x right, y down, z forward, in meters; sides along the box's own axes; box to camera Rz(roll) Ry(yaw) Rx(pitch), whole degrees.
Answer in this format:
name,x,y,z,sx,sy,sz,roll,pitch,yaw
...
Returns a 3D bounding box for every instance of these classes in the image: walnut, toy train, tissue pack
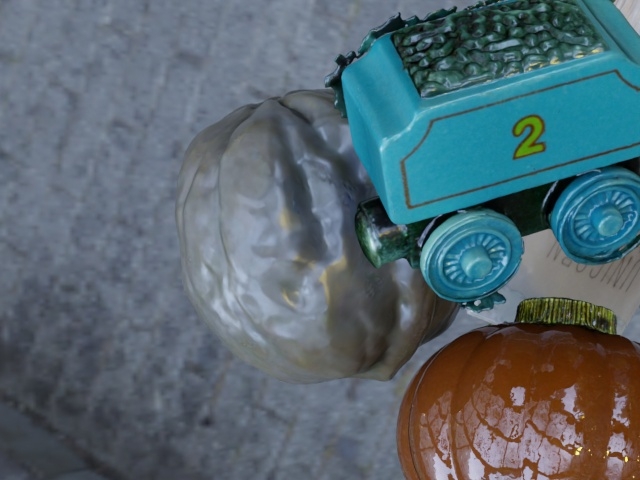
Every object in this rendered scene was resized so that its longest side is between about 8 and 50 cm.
name,x,y,z,sx,sy,sz,roll,pitch,yaw
walnut,0.000,0.000,1.188,0.224,0.224,0.224,0,89,33
toy train,0.113,-0.061,1.008,0.112,0.203,0.163,-118,13,-49
tissue pack,0.245,-0.064,1.360,0.325,0.170,0.071,-61,37,10

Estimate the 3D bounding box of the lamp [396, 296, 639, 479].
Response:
name,x,y,z,sx,sy,sz,roll,pitch,yaw
lamp,0.163,0.143,1.169,0.223,0.223,0.197,-1,73,33
